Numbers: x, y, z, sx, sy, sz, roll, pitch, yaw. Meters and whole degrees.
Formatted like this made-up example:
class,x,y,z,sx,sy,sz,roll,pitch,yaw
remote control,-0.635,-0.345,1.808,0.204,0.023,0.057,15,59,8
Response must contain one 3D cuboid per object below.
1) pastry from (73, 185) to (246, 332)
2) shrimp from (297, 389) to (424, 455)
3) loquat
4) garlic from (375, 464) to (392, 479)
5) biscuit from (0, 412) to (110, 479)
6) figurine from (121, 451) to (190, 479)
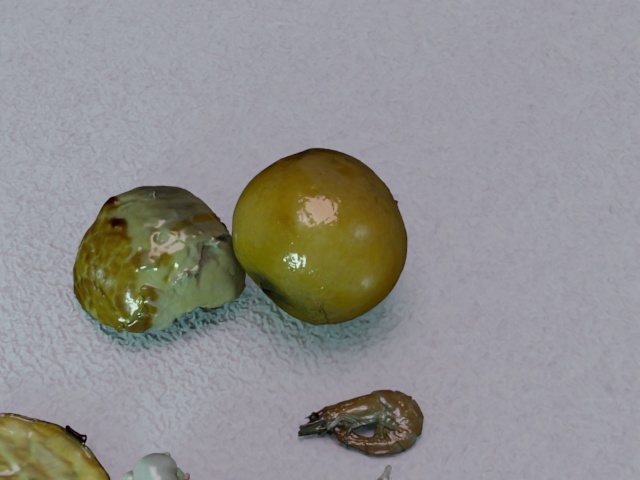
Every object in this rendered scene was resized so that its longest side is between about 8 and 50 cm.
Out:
class,x,y,z,sx,sy,sz,roll,pitch,yaw
pastry,-0.251,0.007,2.261,0.236,0.170,0.256,-21,45,-24
shrimp,0.056,0.259,2.117,0.180,0.041,0.099,-6,61,-9
loquat,0.000,0.000,2.205,0.263,0.263,0.263,1,46,-1
garlic,0.097,0.370,1.966,0.174,0.099,0.124,16,62,13
biscuit,-0.398,0.321,2.041,0.203,0.041,0.260,-31,53,-24
figurine,-0.182,0.340,1.994,0.098,0.081,0.146,-30,53,-27
